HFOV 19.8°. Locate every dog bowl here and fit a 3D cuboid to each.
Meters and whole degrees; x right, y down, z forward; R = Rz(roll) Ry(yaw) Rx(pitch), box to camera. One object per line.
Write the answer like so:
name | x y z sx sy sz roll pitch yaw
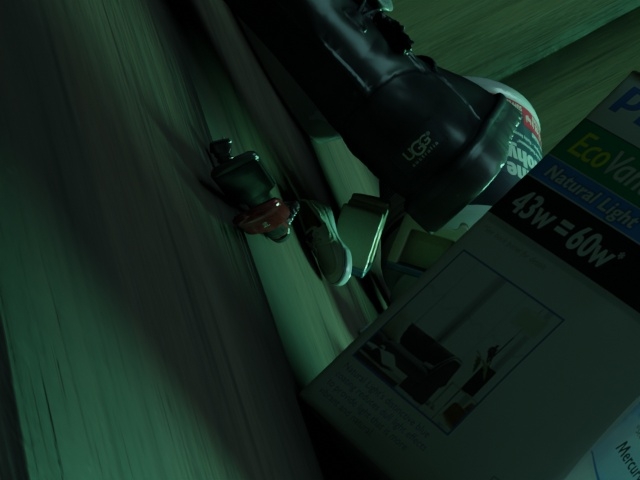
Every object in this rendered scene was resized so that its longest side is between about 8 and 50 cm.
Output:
dog bowl | -0.029 -0.272 2.200 0.348 0.102 0.349 61 8 -15

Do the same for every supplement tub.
supplement tub | 0.161 -0.030 2.066 0.191 0.191 0.272 54 28 -50

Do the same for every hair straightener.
hair straightener | -0.050 -0.048 1.471 0.089 0.047 0.230 64 7 7

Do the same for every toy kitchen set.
toy kitchen set | 0.110 0.042 1.842 0.166 0.207 0.122 -43 149 -82

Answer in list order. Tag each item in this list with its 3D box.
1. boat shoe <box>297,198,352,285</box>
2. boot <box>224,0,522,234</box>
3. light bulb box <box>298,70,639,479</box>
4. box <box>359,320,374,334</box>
boat shoe | 0.000 0.000 1.729 0.035 0.035 0.100 19 41 -39
boot | -0.004 -0.227 1.794 0.445 0.146 0.367 45 6 -4
light bulb box | 0.237 0.137 1.396 0.225 0.361 0.358 38 -12 43
box | 0.122 0.150 1.897 0.063 0.067 0.324 66 9 26
